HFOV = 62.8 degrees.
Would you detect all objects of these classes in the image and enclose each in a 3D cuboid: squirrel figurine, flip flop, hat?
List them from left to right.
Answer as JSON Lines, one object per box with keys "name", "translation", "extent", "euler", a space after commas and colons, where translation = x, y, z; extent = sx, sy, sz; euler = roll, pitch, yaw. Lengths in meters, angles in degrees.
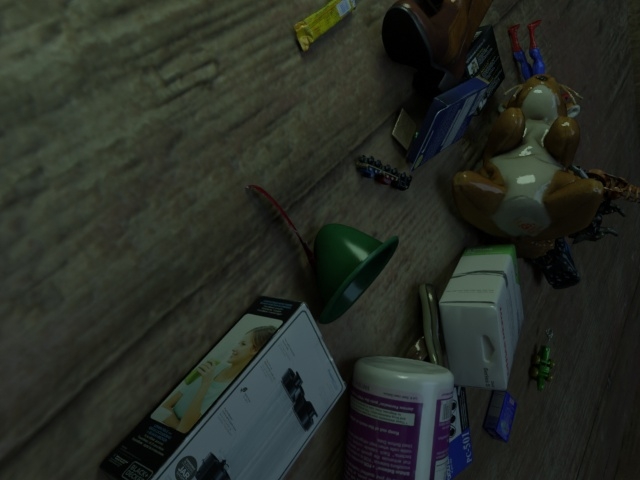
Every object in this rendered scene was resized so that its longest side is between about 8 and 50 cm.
{"name": "hat", "translation": [0.000, 0.000, 0.807], "extent": [0.173, 0.183, 0.208], "euler": [-39, 162, -33]}
{"name": "flip flop", "translation": [0.195, 0.219, 1.006], "extent": [0.112, 0.080, 0.277], "euler": [53, 34, -68]}
{"name": "squirrel figurine", "translation": [0.486, -0.171, 1.226], "extent": [0.397, 0.280, 0.371], "euler": [58, 40, -52]}

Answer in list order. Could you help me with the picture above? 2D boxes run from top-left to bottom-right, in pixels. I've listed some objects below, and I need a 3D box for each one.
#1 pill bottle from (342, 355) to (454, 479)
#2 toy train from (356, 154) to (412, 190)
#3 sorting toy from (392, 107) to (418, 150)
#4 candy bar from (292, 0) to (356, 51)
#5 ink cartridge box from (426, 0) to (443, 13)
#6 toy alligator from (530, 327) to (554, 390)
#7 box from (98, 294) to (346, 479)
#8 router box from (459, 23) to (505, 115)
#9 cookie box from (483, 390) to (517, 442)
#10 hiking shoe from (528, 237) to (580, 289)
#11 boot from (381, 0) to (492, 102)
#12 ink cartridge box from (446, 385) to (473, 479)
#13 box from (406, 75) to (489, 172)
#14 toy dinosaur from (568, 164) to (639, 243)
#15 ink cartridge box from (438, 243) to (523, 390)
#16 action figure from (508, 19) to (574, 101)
{"name": "pill bottle", "translation": [0.123, 0.355, 0.862], "extent": [0.169, 0.169, 0.302], "euler": [10, 85, -49]}
{"name": "toy train", "translation": [0.114, -0.116, 0.929], "extent": [0.158, 0.027, 0.036], "euler": [14, 93, -49]}
{"name": "sorting toy", "translation": [0.163, -0.201, 0.990], "extent": [0.083, 0.012, 0.062], "euler": [35, 69, -44]}
{"name": "candy bar", "translation": [0.011, -0.342, 0.801], "extent": [0.161, 0.018, 0.040], "euler": [-51, 131, -34]}
{"name": "ink cartridge box", "translation": [0.217, -0.575, 1.005], "extent": [0.206, 0.045, 0.208], "euler": [19, 77, -48]}
{"name": "toy alligator", "translation": [0.670, 0.360, 1.586], "extent": [0.051, 0.056, 0.190], "euler": [104, 2, -73]}
{"name": "box", "translation": [-0.100, 0.226, 0.657], "extent": [0.290, 0.087, 0.169], "euler": [-47, 126, -36]}
{"name": "router box", "translation": [0.349, -0.378, 1.167], "extent": [0.179, 0.046, 0.133], "euler": [-51, 127, -35]}
{"name": "cookie box", "translation": [0.467, 0.454, 1.361], "extent": [0.092, 0.040, 0.107], "euler": [47, 59, -39]}
{"name": "hiking shoe", "translation": [0.651, 0.014, 1.521], "extent": [0.304, 0.113, 0.132], "euler": [51, 30, -35]}
{"name": "boot", "translation": [0.235, -0.431, 0.948], "extent": [0.264, 0.096, 0.281], "euler": [30, 83, -47]}
{"name": "ink cartridge box", "translation": [0.266, 0.397, 1.103], "extent": [0.097, 0.046, 0.207], "euler": [-22, 111, -32]}
{"name": "box", "translation": [0.237, -0.224, 1.002], "extent": [0.225, 0.036, 0.136], "euler": [-36, 155, -43]}
{"name": "toy dinosaur", "translation": [0.708, -0.112, 1.386], "extent": [0.164, 0.322, 0.218], "euler": [-39, 127, -6]}
{"name": "ink cartridge box", "translation": [0.347, 0.151, 1.108], "extent": [0.273, 0.114, 0.199], "euler": [-41, 123, -54]}
{"name": "action figure", "translation": [0.591, -0.446, 1.402], "extent": [0.139, 0.091, 0.281], "euler": [-34, 118, -29]}
